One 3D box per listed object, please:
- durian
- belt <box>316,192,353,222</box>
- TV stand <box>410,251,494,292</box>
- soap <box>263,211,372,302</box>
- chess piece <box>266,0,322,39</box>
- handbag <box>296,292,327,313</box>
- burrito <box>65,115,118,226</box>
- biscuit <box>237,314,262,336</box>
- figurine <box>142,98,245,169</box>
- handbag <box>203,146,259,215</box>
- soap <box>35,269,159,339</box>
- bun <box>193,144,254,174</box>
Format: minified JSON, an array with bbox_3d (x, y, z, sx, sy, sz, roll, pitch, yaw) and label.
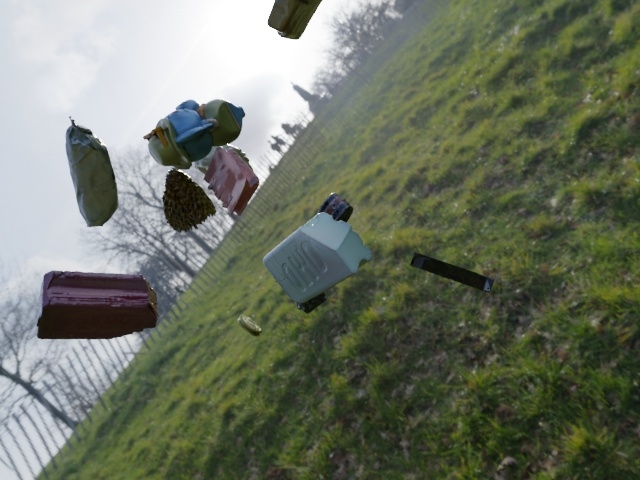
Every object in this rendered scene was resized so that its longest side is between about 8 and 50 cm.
[{"bbox_3d":[-0.372,-0.105,1.363,0.144,0.139,0.252,-28,-30,1],"label":"durian"},{"bbox_3d":[0.000,0.000,1.700,0.126,0.094,0.359,-13,-42,-47],"label":"belt"},{"bbox_3d":[0.414,0.100,1.541,0.049,0.256,0.040,-70,-17,0],"label":"TV stand"},{"bbox_3d":[-0.017,0.048,1.277,0.095,0.173,0.289,-39,2,-39],"label":"soap"},{"bbox_3d":[-0.004,-0.502,0.870,0.301,0.137,0.137,-59,-7,30],"label":"chess piece"},{"bbox_3d":[-0.054,0.196,1.893,0.115,0.139,0.072,-33,23,-26],"label":"handbag"},{"bbox_3d":[-0.767,-0.226,1.639,0.139,0.101,0.445,-20,-38,-28],"label":"burrito"},{"bbox_3d":[-0.219,0.263,1.506,0.023,0.084,0.084,-52,-3,2],"label":"biscuit"},{"bbox_3d":[-0.318,-0.274,1.233,0.262,0.180,0.154,-44,-38,-45],"label":"figurine"},{"bbox_3d":[-0.302,-0.199,1.623,0.059,0.212,0.157,3,-53,-48],"label":"handbag"},{"bbox_3d":[-0.491,0.144,1.095,0.250,0.099,0.162,5,-41,-31],"label":"soap"},{"bbox_3d":[-0.364,-0.300,1.868,0.239,0.239,0.141,110,-179,-82],"label":"bun"}]
